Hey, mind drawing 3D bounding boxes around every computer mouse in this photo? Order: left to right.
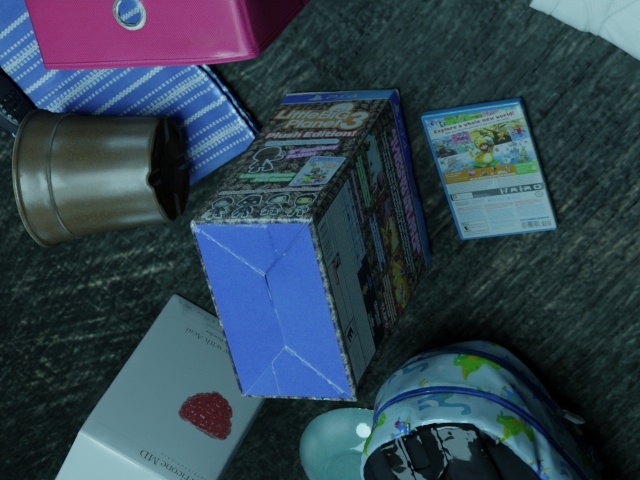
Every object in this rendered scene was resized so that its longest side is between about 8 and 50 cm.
[{"bbox_3d":[-0.354,-0.108,1.985,0.071,0.041,0.242,-13,120,52],"label":"computer mouse"}]

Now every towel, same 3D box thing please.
[{"bbox_3d":[-0.253,-0.194,1.900,0.243,0.040,0.336,-30,108,35],"label":"towel"}]

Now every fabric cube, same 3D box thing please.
[{"bbox_3d":[-0.156,-0.345,1.619,0.254,0.259,0.258,0,121,23],"label":"fabric cube"}]

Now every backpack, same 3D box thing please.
[{"bbox_3d":[0.198,0.295,1.934,0.290,0.273,0.355,-20,135,34],"label":"backpack"}]

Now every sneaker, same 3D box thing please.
[{"bbox_3d":[0.343,-0.302,1.551,0.169,0.108,0.292,29,138,-1],"label":"sneaker"}]

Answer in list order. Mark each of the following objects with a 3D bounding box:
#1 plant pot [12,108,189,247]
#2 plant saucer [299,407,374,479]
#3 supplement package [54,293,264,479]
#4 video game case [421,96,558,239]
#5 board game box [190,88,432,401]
[{"bbox_3d":[-0.251,-0.080,1.873,0.165,0.167,0.167,-4,121,17],"label":"plant pot"},{"bbox_3d":[0.058,0.310,2.114,0.195,0.037,0.195,11,125,16],"label":"plant saucer"},{"bbox_3d":[-0.194,0.244,2.009,0.177,0.293,0.175,30,128,0],"label":"supplement package"},{"bbox_3d":[0.194,-0.079,1.810,0.119,0.015,0.166,-6,120,26],"label":"video game case"},{"bbox_3d":[0.000,0.000,1.766,0.141,0.291,0.232,0,121,23],"label":"board game box"}]
